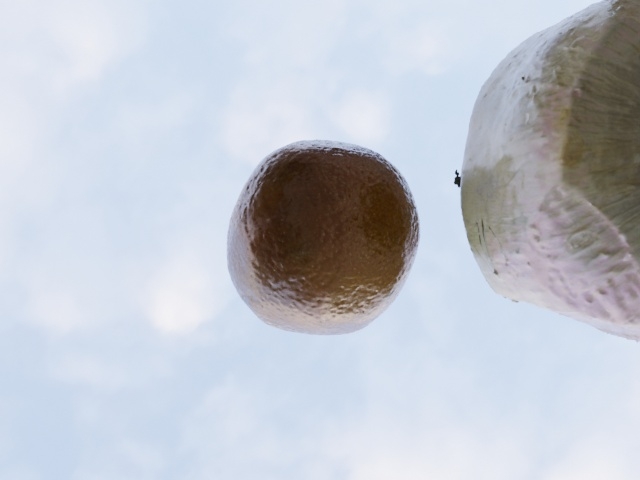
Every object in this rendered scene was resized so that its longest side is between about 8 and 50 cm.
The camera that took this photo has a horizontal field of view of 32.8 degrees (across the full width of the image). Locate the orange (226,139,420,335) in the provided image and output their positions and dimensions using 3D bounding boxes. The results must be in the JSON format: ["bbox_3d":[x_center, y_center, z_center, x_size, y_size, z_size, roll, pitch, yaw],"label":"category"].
[{"bbox_3d":[0.000,0.000,1.378,0.264,0.264,0.264,13,-121,-21],"label":"orange"}]

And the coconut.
[{"bbox_3d":[0.371,-0.079,1.175,0.405,0.404,0.404,13,-121,-21],"label":"coconut"}]
